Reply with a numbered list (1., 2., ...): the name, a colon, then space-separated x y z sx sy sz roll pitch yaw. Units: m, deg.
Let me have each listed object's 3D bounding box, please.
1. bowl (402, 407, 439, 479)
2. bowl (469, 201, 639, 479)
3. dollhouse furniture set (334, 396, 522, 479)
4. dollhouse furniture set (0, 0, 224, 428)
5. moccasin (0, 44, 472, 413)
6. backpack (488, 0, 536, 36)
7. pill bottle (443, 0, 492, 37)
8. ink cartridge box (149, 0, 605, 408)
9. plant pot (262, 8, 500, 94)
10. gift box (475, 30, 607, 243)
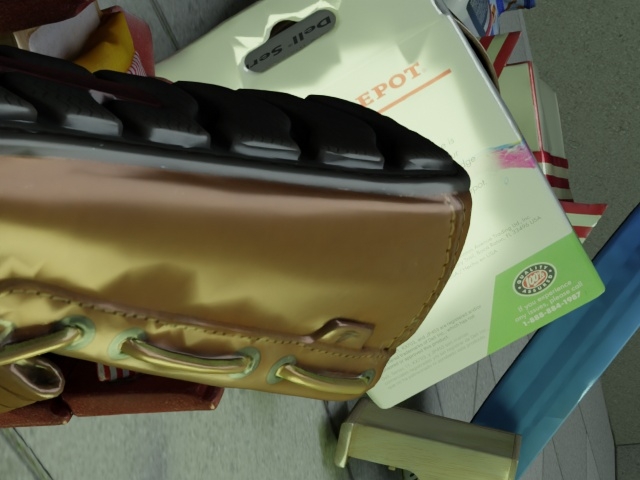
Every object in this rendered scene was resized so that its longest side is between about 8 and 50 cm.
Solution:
1. bowl: 0.153 0.275 1.579 0.170 0.080 0.170 -7 90 -74
2. bowl: 0.281 0.104 1.467 0.391 0.077 0.391 -49 167 -15
3. dollhouse furniture set: 0.083 0.290 1.289 0.212 0.161 0.242 -29 131 -78
4. dollhouse furniture set: -0.105 -0.089 0.734 0.374 0.152 0.201 -69 148 -59
5. moccasin: -0.122 0.005 0.462 0.380 0.139 0.147 4 111 -42
6. backpack: 0.166 -0.356 1.727 0.276 0.213 0.263 -69 158 -65
7. pill bottle: 0.104 -0.243 1.358 0.180 0.108 0.108 37 47 -69
8. ink cartridge box: 0.040 -0.063 1.023 0.353 0.207 0.119 55 10 -32
9. plant pot: 0.023 -0.156 1.171 0.230 0.215 0.215 -102 174 -55
10. gift box: 0.152 -0.060 1.408 0.258 0.276 0.255 1 77 -72
